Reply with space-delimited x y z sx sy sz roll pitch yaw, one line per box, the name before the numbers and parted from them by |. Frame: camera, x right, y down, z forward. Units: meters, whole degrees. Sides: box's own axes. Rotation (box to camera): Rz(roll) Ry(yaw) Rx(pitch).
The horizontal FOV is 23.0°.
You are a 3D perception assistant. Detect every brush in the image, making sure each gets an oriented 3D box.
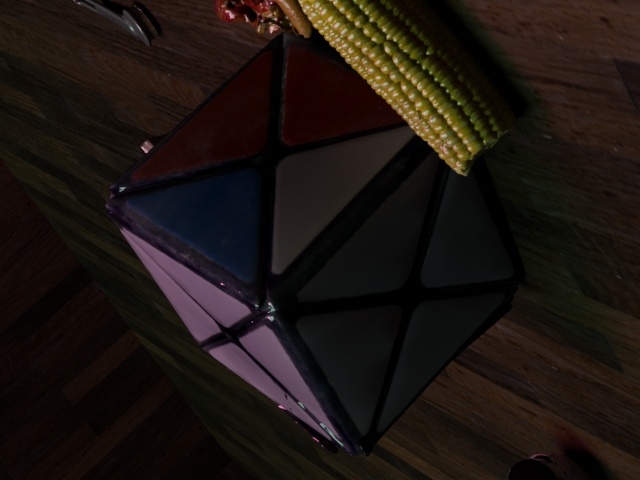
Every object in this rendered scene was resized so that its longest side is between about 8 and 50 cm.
brush | -0.299 -0.329 2.257 0.266 0.027 0.062 32 159 55

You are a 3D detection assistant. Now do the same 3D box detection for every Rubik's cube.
Rubik's cube | 0.000 0.000 1.729 0.305 0.307 0.310 31 158 40

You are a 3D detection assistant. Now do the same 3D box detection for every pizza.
pizza | -0.085 -0.276 1.735 0.201 0.053 0.193 45 165 7

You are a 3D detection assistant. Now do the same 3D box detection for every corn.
corn | 0.082 -0.172 1.464 0.244 0.093 0.093 46 165 -8

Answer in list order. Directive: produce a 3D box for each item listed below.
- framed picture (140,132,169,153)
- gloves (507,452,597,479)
framed picture | -0.083 -0.037 2.126 0.315 0.024 0.232 46 -157 8
gloves | 0.331 0.350 2.081 0.127 0.111 0.212 27 -177 41
